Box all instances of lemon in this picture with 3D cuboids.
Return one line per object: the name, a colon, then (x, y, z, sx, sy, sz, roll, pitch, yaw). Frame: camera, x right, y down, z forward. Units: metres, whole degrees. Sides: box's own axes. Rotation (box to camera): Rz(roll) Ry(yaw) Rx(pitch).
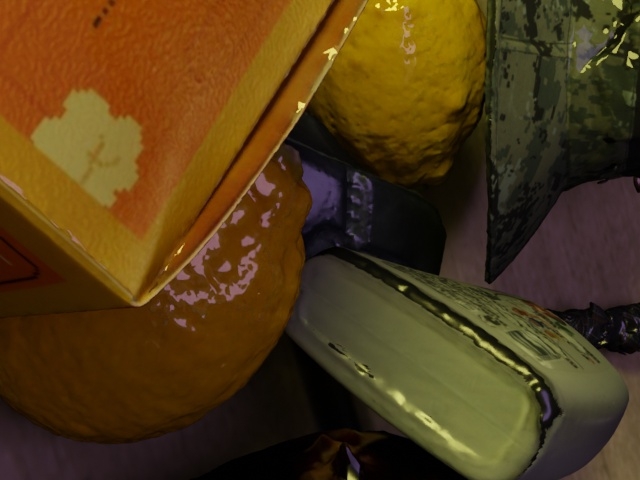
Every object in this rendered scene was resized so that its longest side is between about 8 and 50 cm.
lemon: (-0.082, 0.015, 0.646, 0.142, 0.187, 0.142, 50, 15, -18)
lemon: (0.042, -0.101, 0.793, 0.114, 0.114, 0.155, -28, 114, -38)

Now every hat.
hat: (0.159, -0.101, 0.784, 0.265, 0.128, 0.266, 7, 90, -78)

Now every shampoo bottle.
shampoo bottle: (0.103, 0.069, 0.775, 0.071, 0.153, 0.284, -60, 156, 8)

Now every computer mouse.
computer mouse: (0.000, 0.000, 0.755, 0.192, 0.062, 0.106, 31, 99, -37)

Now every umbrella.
umbrella: (0.202, 0.061, 0.959, 0.144, 0.040, 0.037, 0, 77, -41)

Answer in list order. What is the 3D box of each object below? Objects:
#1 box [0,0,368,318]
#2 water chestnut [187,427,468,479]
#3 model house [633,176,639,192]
box: (-0.143, -0.119, 0.527, 0.214, 0.283, 0.260, 47, 59, -27)
water chestnut: (0.001, 0.247, 0.660, 0.300, 0.300, 0.300, 5, 83, -40)
model house: (0.237, -0.166, 0.936, 0.196, 0.160, 0.254, -14, 97, -41)
